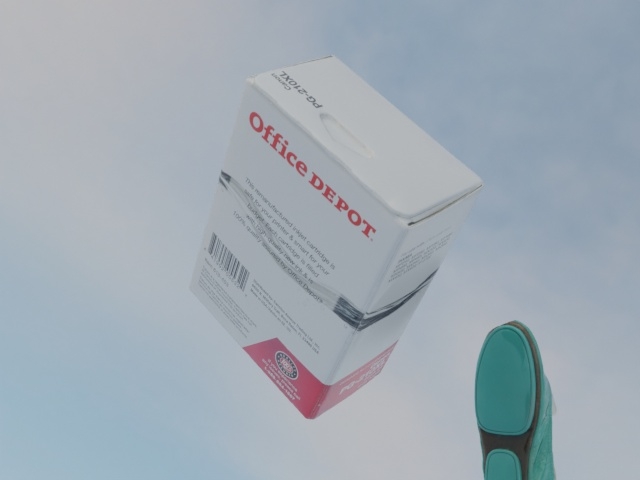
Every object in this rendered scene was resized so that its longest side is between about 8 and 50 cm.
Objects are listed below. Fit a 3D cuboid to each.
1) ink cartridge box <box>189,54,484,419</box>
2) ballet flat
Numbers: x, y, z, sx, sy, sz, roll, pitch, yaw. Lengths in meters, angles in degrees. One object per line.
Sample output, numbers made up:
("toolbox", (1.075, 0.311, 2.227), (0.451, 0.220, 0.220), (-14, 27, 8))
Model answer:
("ink cartridge box", (0.000, 0.000, 0.662), (0.172, 0.100, 0.237), (44, -43, 22))
("ballet flat", (0.212, 0.208, 0.874), (0.083, 0.247, 0.087), (-3, -6, 44))
